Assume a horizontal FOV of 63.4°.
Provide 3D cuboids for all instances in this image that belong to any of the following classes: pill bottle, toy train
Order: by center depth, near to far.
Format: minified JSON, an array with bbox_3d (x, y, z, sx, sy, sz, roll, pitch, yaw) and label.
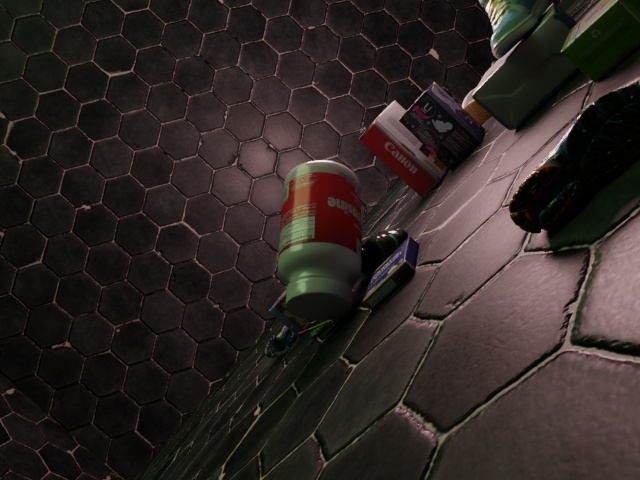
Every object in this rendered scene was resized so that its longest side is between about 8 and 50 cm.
[{"bbox_3d":[0.000,0.000,1.434,0.229,0.229,0.407,-46,36,50],"label":"pill bottle"},{"bbox_3d":[-0.004,0.259,1.497,0.083,0.017,0.023,-47,13,35],"label":"toy train"}]

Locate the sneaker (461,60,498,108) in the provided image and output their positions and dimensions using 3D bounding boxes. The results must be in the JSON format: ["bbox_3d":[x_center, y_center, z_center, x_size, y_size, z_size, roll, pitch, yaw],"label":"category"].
[{"bbox_3d":[0.719,-0.647,2.176,0.295,0.124,0.178,-47,-8,-17],"label":"sneaker"}]

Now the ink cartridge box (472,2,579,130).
[{"bbox_3d":[0.582,-0.487,1.416,0.270,0.151,0.395,-46,4,34],"label":"ink cartridge box"}]

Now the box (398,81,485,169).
[{"bbox_3d":[0.415,-0.391,1.751,0.142,0.247,0.163,-45,4,35],"label":"box"}]

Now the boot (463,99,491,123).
[{"bbox_3d":[0.656,-0.557,1.996,0.262,0.095,0.203,-44,4,41],"label":"boot"}]

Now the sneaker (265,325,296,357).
[{"bbox_3d":[-0.146,0.372,1.810,0.083,0.071,0.191,-54,-9,23],"label":"sneaker"}]

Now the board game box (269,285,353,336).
[{"bbox_3d":[-0.003,0.150,1.779,0.291,0.141,0.232,-47,2,33],"label":"board game box"}]

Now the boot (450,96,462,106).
[{"bbox_3d":[0.523,-0.462,2.133,0.295,0.104,0.211,-20,-68,-72],"label":"boot"}]

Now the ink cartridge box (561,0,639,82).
[{"bbox_3d":[0.605,-0.450,0.988,0.255,0.097,0.189,-47,2,44],"label":"ink cartridge box"}]

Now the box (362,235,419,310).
[{"bbox_3d":[0.170,0.067,1.219,0.136,0.036,0.225,-47,1,21],"label":"box"}]

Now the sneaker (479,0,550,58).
[{"bbox_3d":[0.452,-0.600,1.325,0.127,0.208,0.319,-43,5,47],"label":"sneaker"}]

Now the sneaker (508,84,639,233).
[{"bbox_3d":[0.323,-0.105,0.649,0.221,0.083,0.087,-44,-5,17],"label":"sneaker"}]

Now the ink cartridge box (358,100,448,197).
[{"bbox_3d":[0.303,-0.318,1.846,0.130,0.309,0.272,-47,2,38],"label":"ink cartridge box"}]

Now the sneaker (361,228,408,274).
[{"bbox_3d":[0.166,0.031,1.506,0.106,0.101,0.267,-33,1,-21],"label":"sneaker"}]

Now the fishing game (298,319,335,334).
[{"bbox_3d":[-0.020,0.140,1.538,0.189,0.041,0.264,-26,49,29],"label":"fishing game"}]
